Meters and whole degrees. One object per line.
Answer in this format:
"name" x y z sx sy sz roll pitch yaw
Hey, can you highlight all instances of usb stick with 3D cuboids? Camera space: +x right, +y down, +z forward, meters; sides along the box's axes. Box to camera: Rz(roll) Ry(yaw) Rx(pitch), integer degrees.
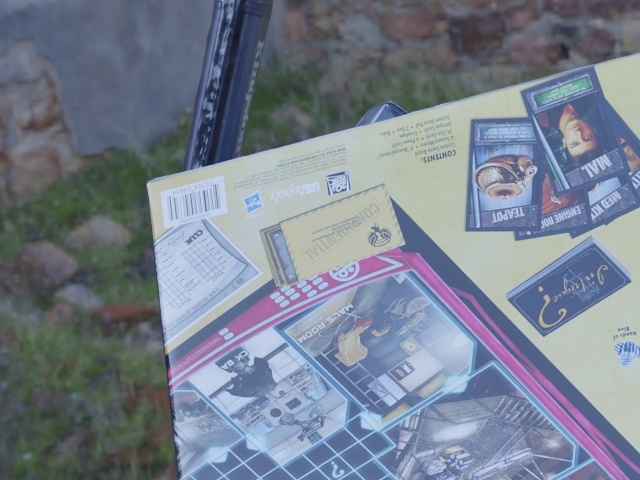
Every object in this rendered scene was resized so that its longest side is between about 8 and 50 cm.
"usb stick" -0.073 -0.128 1.046 0.045 0.278 0.077 13 9 0

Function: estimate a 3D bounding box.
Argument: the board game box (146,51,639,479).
"board game box" 0.071 0.034 0.403 0.243 0.165 0.042 -13 -19 16

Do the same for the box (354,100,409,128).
"box" 0.000 0.000 1.022 0.059 0.232 0.183 35 3 -5
